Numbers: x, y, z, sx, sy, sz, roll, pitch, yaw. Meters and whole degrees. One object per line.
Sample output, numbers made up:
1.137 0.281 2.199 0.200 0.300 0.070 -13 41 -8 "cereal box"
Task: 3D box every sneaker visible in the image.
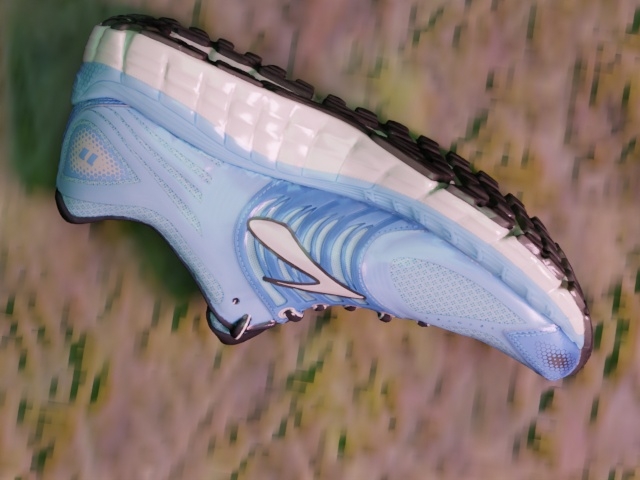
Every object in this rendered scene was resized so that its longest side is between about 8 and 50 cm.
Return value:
0.000 0.000 0.557 0.162 0.063 0.073 27 102 0 "sneaker"
